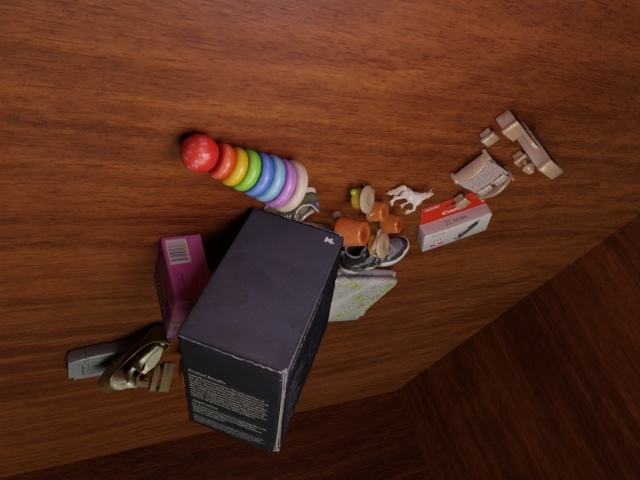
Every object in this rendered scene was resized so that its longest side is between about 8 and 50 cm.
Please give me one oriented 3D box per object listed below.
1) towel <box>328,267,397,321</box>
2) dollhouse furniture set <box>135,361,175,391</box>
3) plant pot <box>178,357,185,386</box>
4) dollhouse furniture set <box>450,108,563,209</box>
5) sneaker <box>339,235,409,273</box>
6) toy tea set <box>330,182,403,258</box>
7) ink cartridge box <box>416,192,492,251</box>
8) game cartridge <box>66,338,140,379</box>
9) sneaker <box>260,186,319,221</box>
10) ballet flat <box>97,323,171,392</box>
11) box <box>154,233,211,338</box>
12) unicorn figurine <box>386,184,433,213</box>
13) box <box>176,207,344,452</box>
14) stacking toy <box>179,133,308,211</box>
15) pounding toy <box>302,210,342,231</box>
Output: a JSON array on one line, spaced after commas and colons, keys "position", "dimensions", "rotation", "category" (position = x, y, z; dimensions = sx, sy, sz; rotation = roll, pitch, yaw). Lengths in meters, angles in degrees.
[{"position": [0.097, 0.222, 2.303], "dimensions": [0.375, 0.090, 0.320], "rotation": [3, 141, -38], "category": "towel"}, {"position": [-0.742, 0.571, 2.401], "dimensions": [0.151, 0.123, 0.144], "rotation": [4, 167, 34], "category": "dollhouse furniture set"}, {"position": [-0.471, 0.478, 2.268], "dimensions": [0.205, 0.205, 0.187], "rotation": [-8, 133, -23], "category": "plant pot"}, {"position": [0.547, -0.194, 1.771], "dimensions": [0.356, 0.173, 0.303], "rotation": [-39, 147, 27], "category": "dollhouse furniture set"}, {"position": [0.193, 0.033, 2.011], "dimensions": [0.269, 0.101, 0.153], "rotation": [-19, 155, 0], "category": "sneaker"}, {"position": [0.144, -0.050, 1.810], "dimensions": [0.125, 0.199, 0.336], "rotation": [7, 168, 33], "category": "toy tea set"}, {"position": [0.504, -0.076, 2.083], "dimensions": [0.275, 0.060, 0.238], "rotation": [-19, 153, -5], "category": "ink cartridge box"}, {"position": [-0.798, 0.446, 2.116], "dimensions": [0.298, 0.062, 0.198], "rotation": [-5, 144, -27], "category": "game cartridge"}, {"position": [-0.089, -0.081, 1.634], "dimensions": [0.192, 0.086, 0.064], "rotation": [-26, 152, 9], "category": "sneaker"}, {"position": [-0.670, 0.455, 2.032], "dimensions": [0.342, 0.124, 0.116], "rotation": [-42, 132, -2], "category": "ballet flat"}, {"position": [-0.410, 0.138, 1.666], "dimensions": [0.118, 0.213, 0.243], "rotation": [-7, 150, -25], "category": "box"}, {"position": [0.298, -0.139, 1.825], "dimensions": [0.111, 0.060, 0.162], "rotation": [-38, 148, 30], "category": "unicorn figurine"}, {"position": [-0.158, 0.257, 1.604], "dimensions": [0.298, 0.479, 0.471], "rotation": [18, 137, 7], "category": "box"}, {"position": [-0.190, -0.172, 1.368], "dimensions": [0.331, 0.141, 0.141], "rotation": [15, 135, -43], "category": "stacking toy"}, {"position": [0.010, -0.002, 1.834], "dimensions": [0.181, 0.094, 0.206], "rotation": [7, 142, -42], "category": "pounding toy"}]
